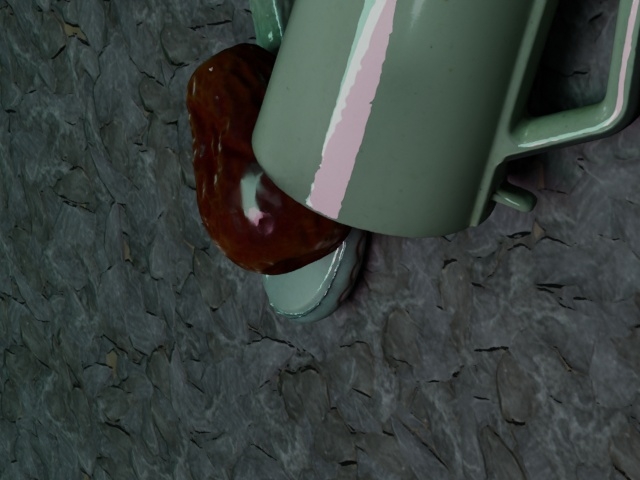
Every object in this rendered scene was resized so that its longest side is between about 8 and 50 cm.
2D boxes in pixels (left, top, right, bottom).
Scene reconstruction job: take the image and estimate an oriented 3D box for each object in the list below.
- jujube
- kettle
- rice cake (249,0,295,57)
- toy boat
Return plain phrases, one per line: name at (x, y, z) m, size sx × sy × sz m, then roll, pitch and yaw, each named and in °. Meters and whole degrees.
jujube at (-0.062, -0.091, 1.667) m, size 0.190 × 0.190 × 0.255 m, roll -39°, pitch 74°, yaw 50°
kettle at (0.141, -0.202, 1.421) m, size 0.361 × 0.250 × 0.377 m, roll 27°, pitch 123°, yaw 18°
rice cake at (-0.049, -0.278, 1.734) m, size 0.069 × 0.063 × 0.206 m, roll -3°, pitch 100°, yaw 57°
toy boat at (0.000, 0.000, 1.786) m, size 0.134 × 0.079 × 0.208 m, roll 25°, pitch 111°, yaw 35°
